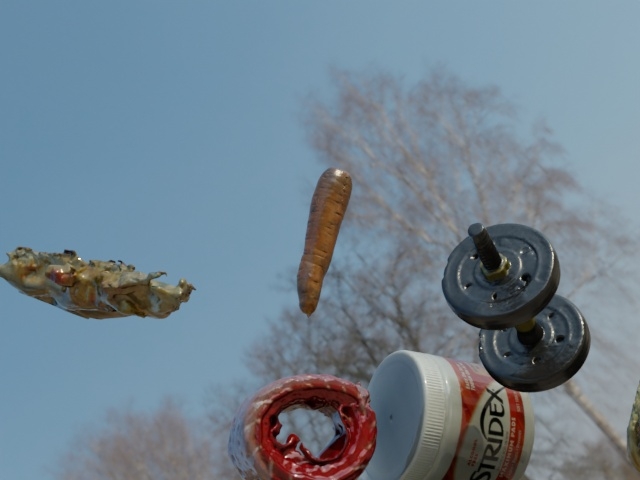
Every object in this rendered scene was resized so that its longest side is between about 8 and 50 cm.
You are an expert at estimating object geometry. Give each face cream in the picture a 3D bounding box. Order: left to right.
[{"bbox_3d":[0.182,0.272,1.485,0.187,0.201,0.201,14,-51,-22],"label":"face cream"}]

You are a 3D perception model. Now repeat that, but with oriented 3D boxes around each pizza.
[{"bbox_3d":[-0.249,0.064,1.251,0.189,0.296,0.071,30,-113,-49],"label":"pizza"}]

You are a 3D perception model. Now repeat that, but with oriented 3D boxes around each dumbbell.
[{"bbox_3d":[0.243,0.085,1.260,0.143,0.143,0.325,-39,-47,-5],"label":"dumbbell"}]

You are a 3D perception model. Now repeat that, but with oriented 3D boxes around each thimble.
[{"bbox_3d":[-0.025,0.265,1.372,0.189,0.163,0.125,-7,-15,-17],"label":"thimble"}]

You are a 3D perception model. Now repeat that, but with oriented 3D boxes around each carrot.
[{"bbox_3d":[0.000,0.000,1.566,0.059,0.059,0.248,59,-138,-67],"label":"carrot"}]

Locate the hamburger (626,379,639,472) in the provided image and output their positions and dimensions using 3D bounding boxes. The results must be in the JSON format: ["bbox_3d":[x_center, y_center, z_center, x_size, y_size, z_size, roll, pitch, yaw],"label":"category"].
[{"bbox_3d":[0.529,0.211,1.321,0.259,0.283,0.144,11,-4,-18],"label":"hamburger"}]
